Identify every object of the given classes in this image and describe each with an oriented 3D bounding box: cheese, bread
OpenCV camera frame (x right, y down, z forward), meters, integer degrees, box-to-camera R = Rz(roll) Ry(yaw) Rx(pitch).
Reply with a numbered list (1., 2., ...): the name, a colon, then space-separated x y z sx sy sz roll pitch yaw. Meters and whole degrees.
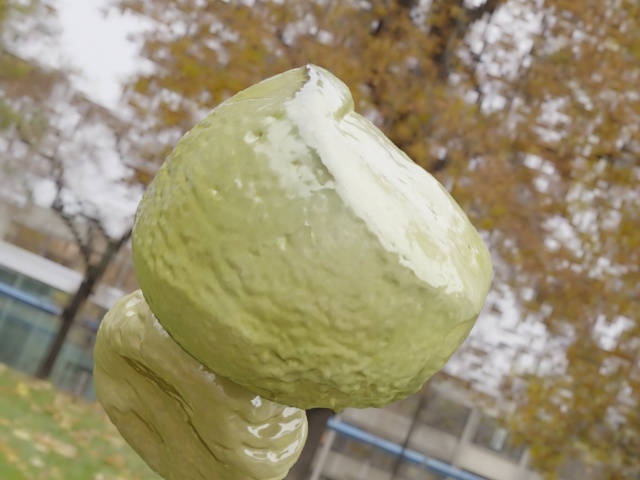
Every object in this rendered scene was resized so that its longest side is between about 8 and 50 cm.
1. cheese: -0.119 0.143 1.488 0.226 0.117 0.214 50 -31 -7
2. bread: -0.008 0.008 1.367 0.320 0.237 0.320 37 24 -19
